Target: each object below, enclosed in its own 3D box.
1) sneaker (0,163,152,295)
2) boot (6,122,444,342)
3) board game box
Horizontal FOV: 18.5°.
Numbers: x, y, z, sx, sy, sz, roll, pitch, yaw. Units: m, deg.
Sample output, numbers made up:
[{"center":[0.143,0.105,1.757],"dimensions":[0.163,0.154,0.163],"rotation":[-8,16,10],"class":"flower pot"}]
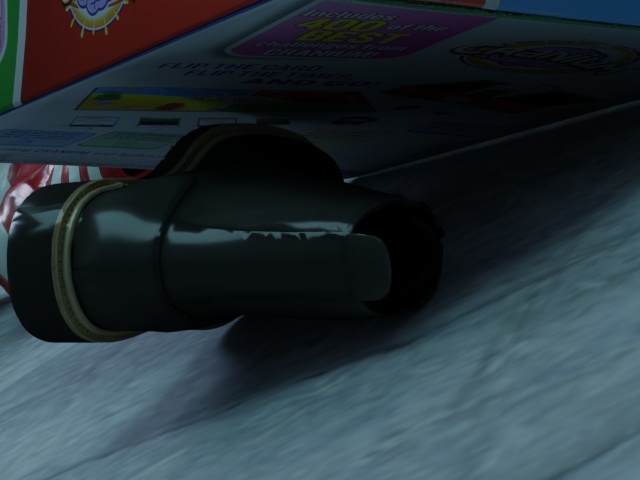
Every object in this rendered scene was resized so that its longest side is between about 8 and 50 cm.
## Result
[{"center":[-0.119,-0.042,1.079],"dimensions":[0.128,0.087,0.221],"rotation":[-39,21,9],"class":"sneaker"},{"center":[0.000,0.000,0.702],"dimensions":[0.137,0.077,0.198],"rotation":[-1,14,27],"class":"boot"},{"center":[0.002,-0.083,0.774],"dimensions":[0.242,0.064,0.316],"rotation":[1,-8,-34],"class":"board game box"}]
